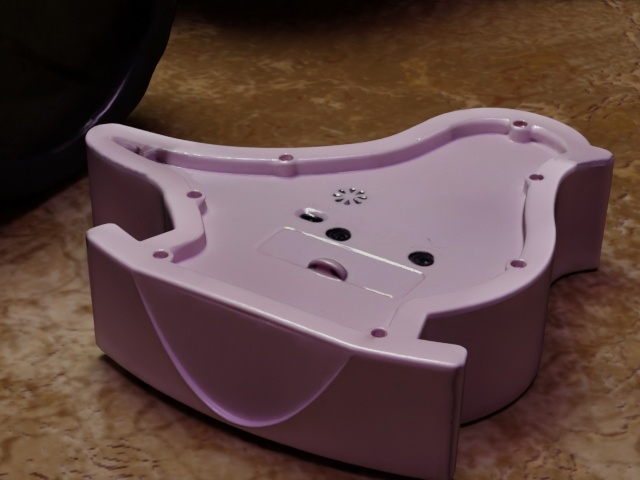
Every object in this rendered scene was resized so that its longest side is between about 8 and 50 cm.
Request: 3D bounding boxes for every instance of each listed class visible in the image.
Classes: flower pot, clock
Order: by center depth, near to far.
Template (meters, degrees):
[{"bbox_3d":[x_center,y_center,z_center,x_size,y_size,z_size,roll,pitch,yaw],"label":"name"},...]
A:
[{"bbox_3d":[0.000,0.000,1.075,0.290,0.080,0.275,17,34,25],"label":"clock"},{"bbox_3d":[-0.259,-0.185,1.188,0.267,0.267,0.266,21,36,24],"label":"flower pot"}]
